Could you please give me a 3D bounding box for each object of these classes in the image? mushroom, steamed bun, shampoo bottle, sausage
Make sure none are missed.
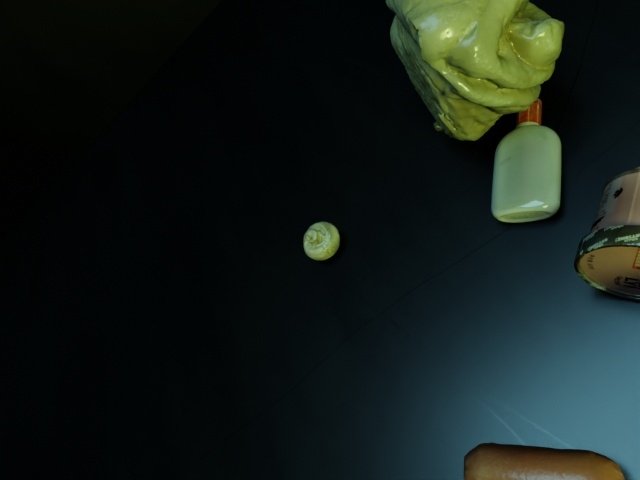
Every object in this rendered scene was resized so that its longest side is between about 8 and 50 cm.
[{"bbox_3d":[0.000,0.000,1.031,0.083,0.067,0.083,-13,64,28],"label":"mushroom"},{"bbox_3d":[0.247,-0.341,0.833,0.230,0.372,0.325,-29,80,11],"label":"steamed bun"},{"bbox_3d":[0.345,-0.138,0.837,0.108,0.051,0.221,-7,63,40],"label":"shampoo bottle"},{"bbox_3d":[0.276,0.301,0.635,0.194,0.077,0.077,-11,60,35],"label":"sausage"}]

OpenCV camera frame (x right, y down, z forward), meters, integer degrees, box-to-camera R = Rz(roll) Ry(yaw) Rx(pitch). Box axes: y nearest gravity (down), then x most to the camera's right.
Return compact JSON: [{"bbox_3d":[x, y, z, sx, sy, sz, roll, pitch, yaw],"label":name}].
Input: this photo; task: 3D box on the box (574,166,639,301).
[{"bbox_3d":[0.419,-0.011,0.644,0.151,0.151,0.135,3,60,40],"label":"box"}]
